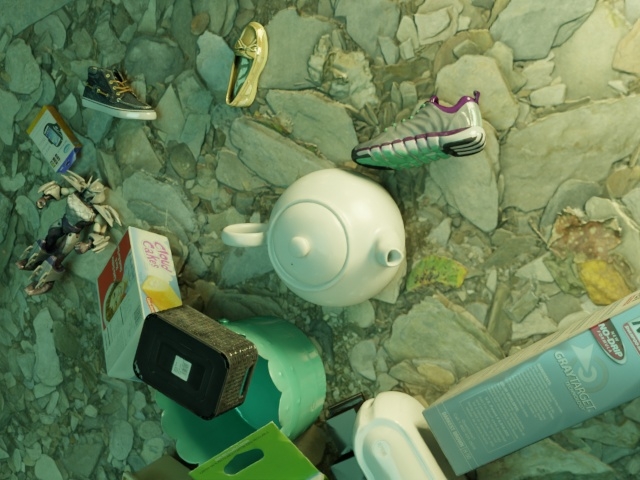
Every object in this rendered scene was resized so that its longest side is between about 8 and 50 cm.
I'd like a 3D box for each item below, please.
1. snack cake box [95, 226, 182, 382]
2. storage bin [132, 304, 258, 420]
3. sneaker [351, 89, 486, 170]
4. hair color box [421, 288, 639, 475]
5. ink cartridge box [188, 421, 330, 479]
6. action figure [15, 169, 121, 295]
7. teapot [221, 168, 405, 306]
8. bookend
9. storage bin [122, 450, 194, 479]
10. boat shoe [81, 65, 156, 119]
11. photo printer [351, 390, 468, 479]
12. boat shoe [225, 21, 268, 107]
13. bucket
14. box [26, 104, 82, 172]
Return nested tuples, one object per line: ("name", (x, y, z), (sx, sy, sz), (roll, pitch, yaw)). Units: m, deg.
("snack cake box", (-0.341, 0.117, 1.541), (0.152, 0.089, 0.264), (-54, 36, 26))
("storage bin", (-0.206, 0.197, 1.343), (0.180, 0.084, 0.122), (26, 108, 25))
("sneaker", (0.155, -0.175, 1.315), (0.223, 0.083, 0.098), (-7, 73, 26))
("hair color box", (0.351, 0.194, 1.179), (0.374, 0.185, 0.114), (-35, 79, 29))
("ink cartridge box", (-0.074, 0.448, 1.337), (0.189, 0.097, 0.255), (-34, 110, 16))
("action figure", (-0.524, -0.019, 1.697), (0.185, 0.099, 0.285), (49, 114, 21))
("teapot", (0.000, 0.000, 1.350), (0.256, 0.187, 0.252), (-44, 75, 28))
("bookend", (0.054, 0.355, 1.381), (0.072, 0.157, 0.156), (-27, 84, 16))
("storage bin", (-0.271, 0.598, 1.612), (0.262, 0.123, 0.260), (26, 116, 24))
("boat shoe", (-0.393, -0.288, 1.601), (0.183, 0.065, 0.083), (18, 107, 27))
("photo printer", (0.160, 0.379, 1.279), (0.107, 0.256, 0.307), (-32, 80, 9))
("boat shoe", (-0.135, -0.312, 1.461), (0.056, 0.048, 0.153), (25, 109, 24))
("bucket", (-0.137, 0.267, 1.468), (0.281, 0.183, 0.281), (4, 98, 29))
("box", (-0.556, -0.208, 1.727), (0.081, 0.028, 0.136), (-44, 78, 27))
